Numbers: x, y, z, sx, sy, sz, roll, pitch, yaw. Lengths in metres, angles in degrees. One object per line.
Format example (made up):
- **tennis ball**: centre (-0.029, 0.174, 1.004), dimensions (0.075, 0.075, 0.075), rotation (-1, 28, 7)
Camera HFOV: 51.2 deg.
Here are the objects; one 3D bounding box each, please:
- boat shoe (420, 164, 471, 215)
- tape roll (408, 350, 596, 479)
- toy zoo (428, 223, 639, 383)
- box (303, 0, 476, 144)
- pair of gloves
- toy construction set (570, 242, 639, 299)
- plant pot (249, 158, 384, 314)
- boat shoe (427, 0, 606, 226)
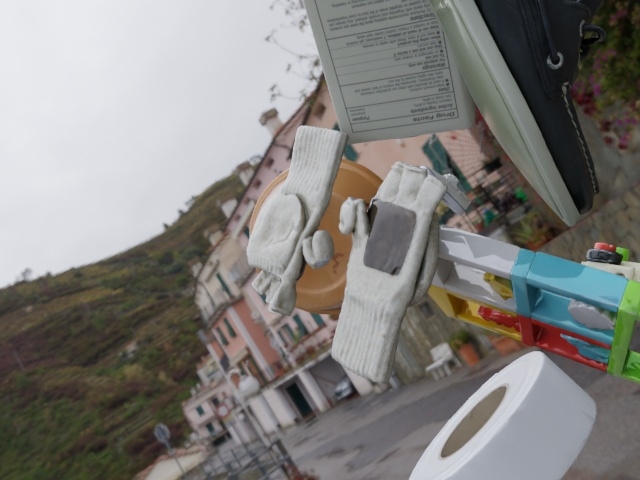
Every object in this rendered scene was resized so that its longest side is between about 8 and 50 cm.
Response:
- **boat shoe**: centre (0.182, -0.079, 0.965), dimensions (0.035, 0.100, 0.035), rotation (-49, 20, -2)
- **tape roll**: centre (0.255, 0.292, 0.960), dimensions (0.286, 0.100, 0.286), rotation (-46, -8, -9)
- **toy zoo**: centre (0.205, 0.062, 0.645), dimensions (0.030, 0.293, 0.192), rotation (-63, -29, -16)
- **box**: centre (0.061, -0.261, 0.656), dimensions (0.147, 0.311, 0.121), rotation (-4, 38, 19)
- **pair of gloves**: centre (0.011, 0.000, 0.657), dimensions (0.042, 0.240, 0.204), rotation (12, -77, -43)
- **toy construction set**: centre (0.492, 0.082, 0.955), dimensions (0.327, 0.151, 0.215), rotation (-12, -18, 43)
- **plant pot**: centre (0.000, 0.000, 1.167), dimensions (0.290, 0.291, 0.203), rotation (-34, 0, 11)
- **boat shoe**: centre (0.151, -0.167, 0.499), dimensions (0.113, 0.340, 0.127), rotation (-32, 15, 8)
